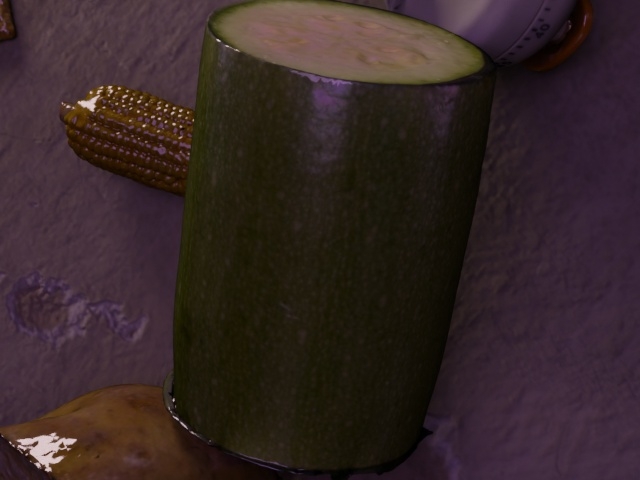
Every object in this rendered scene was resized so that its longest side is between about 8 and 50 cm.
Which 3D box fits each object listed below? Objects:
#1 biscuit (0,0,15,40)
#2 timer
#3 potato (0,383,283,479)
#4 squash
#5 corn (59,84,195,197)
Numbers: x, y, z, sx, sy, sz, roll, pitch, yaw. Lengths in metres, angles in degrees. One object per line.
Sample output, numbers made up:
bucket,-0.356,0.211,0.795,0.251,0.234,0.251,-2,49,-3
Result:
biscuit,-0.384,-0.257,1.620,0.081,0.018,0.083,-12,82,12
timer,0.135,-0.280,1.375,0.233,0.240,0.233,-16,71,55
potato,-0.170,0.245,1.412,0.237,0.301,0.288,-31,83,-31
squash,0.000,0.000,1.306,0.263,0.263,0.384,15,113,15
corn,-0.157,-0.096,1.506,0.262,0.097,0.097,20,89,15
